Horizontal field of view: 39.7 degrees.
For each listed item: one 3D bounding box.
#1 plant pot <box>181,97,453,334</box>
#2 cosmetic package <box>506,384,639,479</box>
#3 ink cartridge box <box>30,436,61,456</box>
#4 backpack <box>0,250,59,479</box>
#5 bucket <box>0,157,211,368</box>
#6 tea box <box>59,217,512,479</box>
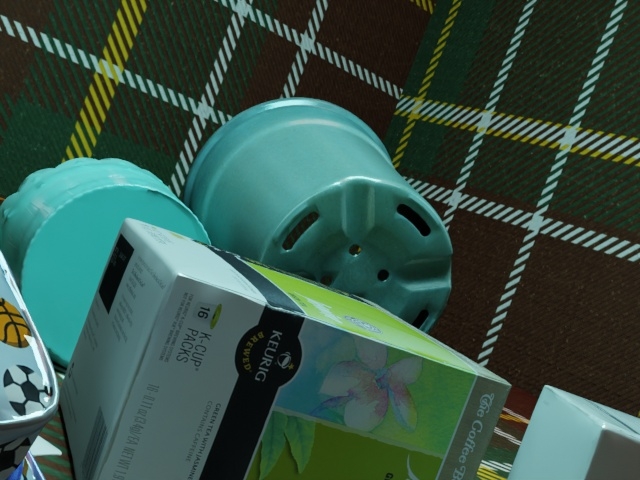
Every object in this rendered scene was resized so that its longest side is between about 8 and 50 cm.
[{"bbox_3d":[0.000,0.000,1.204,0.341,0.341,0.334,20,11,-20],"label":"plant pot"},{"bbox_3d":[0.262,0.268,0.716,0.225,0.224,0.138,21,2,-6],"label":"cosmetic package"},{"bbox_3d":[-0.292,0.146,0.653,0.181,0.061,0.104,21,2,32],"label":"ink cartridge box"},{"bbox_3d":[-0.262,0.066,0.392,0.276,0.213,0.263,20,18,-48],"label":"backpack"},{"bbox_3d":[-0.277,0.032,1.150,0.281,0.281,0.183,20,3,-27],"label":"bucket"},{"bbox_3d":[-0.057,0.146,0.861,0.323,0.220,0.329,19,2,-20],"label":"tea box"}]
